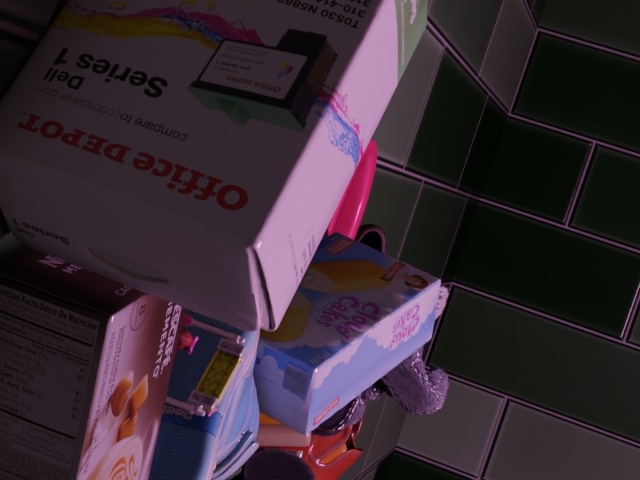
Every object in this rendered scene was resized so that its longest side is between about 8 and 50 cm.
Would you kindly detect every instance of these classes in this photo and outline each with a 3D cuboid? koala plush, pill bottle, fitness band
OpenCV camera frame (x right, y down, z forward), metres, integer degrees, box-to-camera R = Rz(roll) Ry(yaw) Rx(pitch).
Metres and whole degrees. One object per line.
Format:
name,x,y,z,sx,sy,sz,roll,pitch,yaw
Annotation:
koala plush,0.103,0.137,1.957,0.221,0.196,0.203,-49,124,-57
pill bottle,-0.078,0.366,1.613,0.123,0.122,0.219,-54,168,-51
fitness band,0.000,0.000,1.643,0.209,0.054,0.291,50,61,-78

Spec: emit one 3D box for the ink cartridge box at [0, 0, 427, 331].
ink cartridge box,-0.070,-0.106,0.865,0.117,0.201,0.278,84,29,-60

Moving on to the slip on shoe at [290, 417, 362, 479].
slip on shoe,0.012,0.337,2.049,0.123,0.101,0.331,29,82,-78

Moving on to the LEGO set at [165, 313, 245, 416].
LEGO set,-0.111,0.046,1.120,0.132,0.107,0.287,65,46,-72

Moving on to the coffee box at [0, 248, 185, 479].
coffee box,-0.185,0.126,0.951,0.141,0.098,0.247,-40,147,-66

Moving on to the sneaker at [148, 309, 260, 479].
sneaker,-0.138,0.211,1.210,0.208,0.127,0.319,89,24,-52

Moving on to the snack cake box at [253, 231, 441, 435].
snack cake box,0.002,0.095,1.421,0.264,0.152,0.089,-31,136,-50

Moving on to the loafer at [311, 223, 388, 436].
loafer,0.030,0.118,1.772,0.095,0.109,0.303,126,-22,-77

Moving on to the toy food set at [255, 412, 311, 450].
toy food set,-0.063,0.205,1.639,0.232,0.104,0.111,-90,-179,-74
